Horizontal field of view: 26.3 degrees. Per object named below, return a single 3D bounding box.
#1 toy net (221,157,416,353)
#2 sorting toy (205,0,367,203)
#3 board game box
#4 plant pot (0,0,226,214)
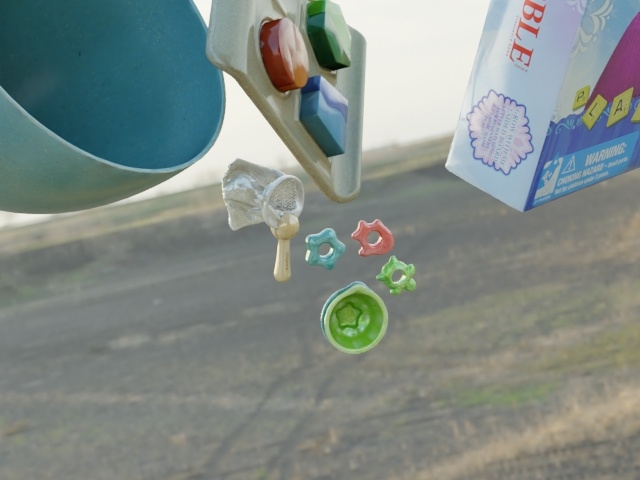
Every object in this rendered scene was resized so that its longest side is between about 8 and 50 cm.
[{"bbox_3d":[0.000,0.000,1.360,0.122,0.232,0.045,-42,20,-4],"label":"toy net"},{"bbox_3d":[-0.014,-0.215,1.246,0.041,0.307,0.229,-14,-37,26],"label":"sorting toy"},{"bbox_3d":[0.231,-0.199,0.810,0.066,0.318,0.319,34,37,33],"label":"board game box"},{"bbox_3d":[-0.251,-0.135,1.153,0.195,0.290,0.290,-34,-10,33],"label":"plant pot"}]
